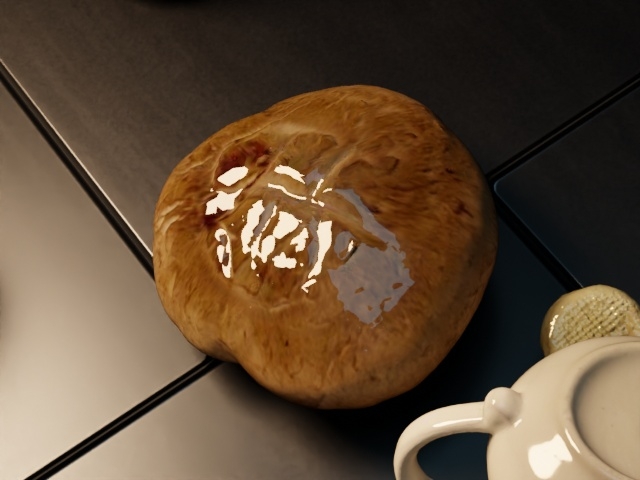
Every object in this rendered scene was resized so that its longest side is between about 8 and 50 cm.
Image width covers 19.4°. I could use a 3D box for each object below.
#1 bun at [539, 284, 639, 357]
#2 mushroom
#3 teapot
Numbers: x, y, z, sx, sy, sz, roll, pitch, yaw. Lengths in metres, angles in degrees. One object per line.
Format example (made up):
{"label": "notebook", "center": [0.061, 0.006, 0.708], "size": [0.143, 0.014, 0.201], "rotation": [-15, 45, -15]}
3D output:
{"label": "bun", "center": [0.205, 0.075, 1.388], "size": [0.086, 0.055, 0.086], "rotation": [-1, 77, 4]}
{"label": "mushroom", "center": [0.000, 0.000, 1.401], "size": [0.278, 0.146, 0.278], "rotation": [-7, 58, 11]}
{"label": "teapot", "center": [0.200, 0.160, 1.281], "size": [0.300, 0.166, 0.208], "rotation": [6, 55, 13]}
